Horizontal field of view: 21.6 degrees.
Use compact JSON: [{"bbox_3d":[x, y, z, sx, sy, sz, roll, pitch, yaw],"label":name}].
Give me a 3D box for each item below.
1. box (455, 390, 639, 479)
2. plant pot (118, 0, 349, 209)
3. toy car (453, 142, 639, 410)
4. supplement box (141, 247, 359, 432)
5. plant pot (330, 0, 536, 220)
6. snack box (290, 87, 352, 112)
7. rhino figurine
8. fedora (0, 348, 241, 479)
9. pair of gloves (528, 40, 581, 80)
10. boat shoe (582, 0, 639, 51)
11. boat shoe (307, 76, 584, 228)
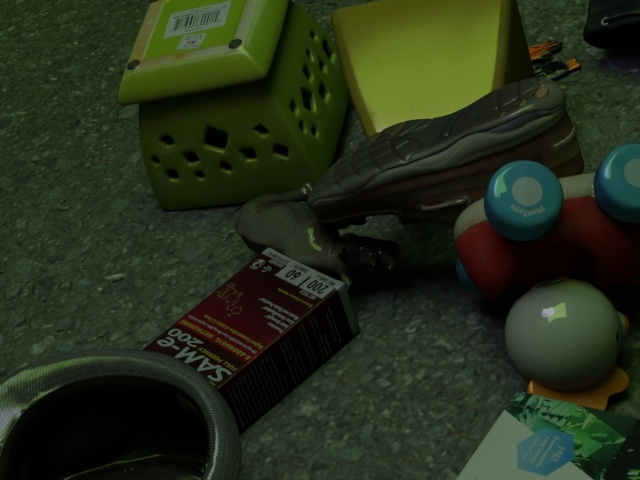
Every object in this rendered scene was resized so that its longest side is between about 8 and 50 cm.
[{"bbox_3d":[0.260,0.254,1.448,0.322,0.058,0.232,11,46,34],"label":"box"},{"bbox_3d":[-0.112,-0.194,2.058,0.228,0.207,0.227,-8,43,22],"label":"plant pot"},{"bbox_3d":[0.252,0.061,1.638,0.210,0.219,0.238,-9,72,-8],"label":"toy car"},{"bbox_3d":[-0.090,0.119,1.773,0.239,0.073,0.130,-40,41,-25],"label":"supplement box"},{"bbox_3d":[0.140,-0.146,1.922,0.212,0.212,0.187,-11,49,11],"label":"plant pot"},{"bbox_3d":[0.040,-0.206,2.184,0.178,0.022,0.064,-30,39,-15],"label":"snack box"},{"bbox_3d":[0.000,0.000,1.871,0.106,0.073,0.243,-21,29,-34],"label":"rhino figurine"},{"bbox_3d":[-0.198,0.232,1.608,0.275,0.124,0.244,-4,53,12],"label":"fedora"},{"bbox_3d":[0.281,-0.223,2.109,0.074,0.010,0.083,-21,38,-5],"label":"pair of gloves"},{"bbox_3d":[0.452,-0.238,1.971,0.340,0.127,0.113,23,82,34],"label":"boat shoe"},{"bbox_3d":[0.127,-0.063,1.745,0.324,0.116,0.123,-17,25,38],"label":"boat shoe"}]
